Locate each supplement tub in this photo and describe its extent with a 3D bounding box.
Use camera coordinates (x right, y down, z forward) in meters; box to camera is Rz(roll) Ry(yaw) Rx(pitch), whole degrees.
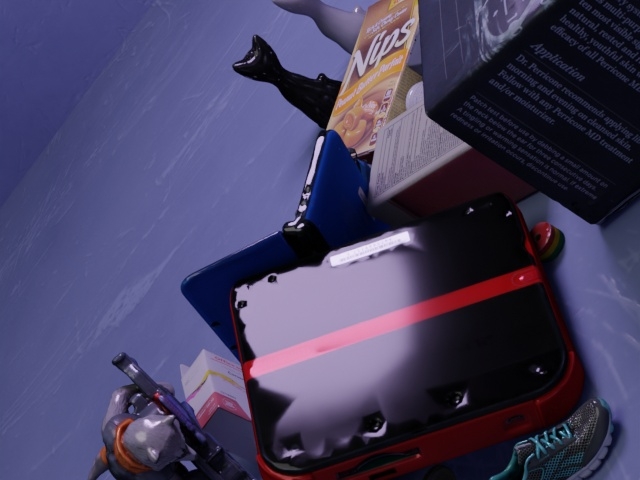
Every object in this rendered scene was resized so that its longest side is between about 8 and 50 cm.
[{"bbox_3d":[0.180,-0.203,2.066,0.107,0.071,0.071,2,66,62],"label":"supplement tub"}]

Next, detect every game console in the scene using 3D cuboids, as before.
[{"bbox_3d":[-0.034,0.027,1.930,0.173,0.293,0.250,0,59,23],"label":"game console"},{"bbox_3d":[0.091,0.121,1.678,0.386,0.060,0.342,-19,43,5],"label":"game console"}]

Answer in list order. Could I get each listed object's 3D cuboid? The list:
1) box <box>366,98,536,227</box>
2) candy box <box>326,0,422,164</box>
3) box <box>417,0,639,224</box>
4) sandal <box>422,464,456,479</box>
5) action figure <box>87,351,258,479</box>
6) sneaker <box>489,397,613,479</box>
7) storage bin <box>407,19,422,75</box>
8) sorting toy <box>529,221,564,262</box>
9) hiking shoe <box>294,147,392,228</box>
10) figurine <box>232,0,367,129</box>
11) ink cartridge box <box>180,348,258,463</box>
[{"bbox_3d":[0.186,-0.113,1.904,0.232,0.126,0.149,-32,39,46],"label":"box"},{"bbox_3d":[0.111,-0.242,2.210,0.183,0.087,0.317,-16,51,56],"label":"candy box"},{"bbox_3d":[0.366,-0.366,1.649,0.471,0.297,0.480,-40,33,33],"label":"box"},{"bbox_3d":[0.138,0.347,1.613,0.049,0.072,0.180,-2,71,37],"label":"sandal"},{"bbox_3d":[-0.216,0.344,2.007,0.178,0.341,0.330,-42,-17,-25],"label":"action figure"},{"bbox_3d":[0.245,0.231,1.517,0.166,0.076,0.065,-54,28,14],"label":"sneaker"},{"bbox_3d":[0.195,-0.283,2.085,0.135,0.098,0.091,3,66,61],"label":"storage bin"},{"bbox_3d":[0.194,0.044,1.827,0.274,0.046,0.132,-47,29,28],"label":"sorting toy"},{"bbox_3d":[0.000,0.000,2.121,0.304,0.132,0.113,-54,27,15],"label":"hiking shoe"},{"bbox_3d":[-0.019,-0.327,2.389,0.215,0.209,0.092,-62,26,-2],"label":"figurine"},{"bbox_3d":[-0.142,0.240,2.160,0.067,0.115,0.198,-54,27,16],"label":"ink cartridge box"}]
